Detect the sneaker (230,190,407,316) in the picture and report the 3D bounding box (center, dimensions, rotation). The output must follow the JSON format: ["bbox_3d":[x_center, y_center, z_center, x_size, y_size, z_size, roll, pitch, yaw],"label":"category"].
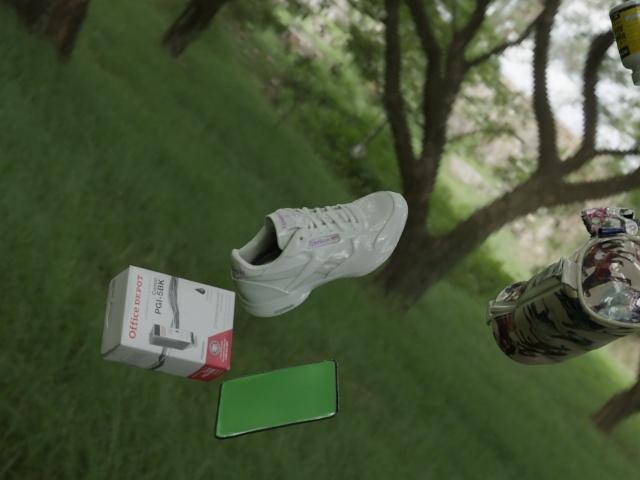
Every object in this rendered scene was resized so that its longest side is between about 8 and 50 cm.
[{"bbox_3d":[0.000,0.000,1.799,0.114,0.305,0.152,49,-15,44],"label":"sneaker"}]

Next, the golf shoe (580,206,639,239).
[{"bbox_3d":[0.503,-0.024,2.019,0.067,0.086,0.186,62,8,-11],"label":"golf shoe"}]

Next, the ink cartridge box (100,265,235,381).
[{"bbox_3d":[-0.171,0.095,1.325,0.135,0.099,0.056,16,-28,-27],"label":"ink cartridge box"}]

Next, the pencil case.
[{"bbox_3d":[0.412,0.103,1.936,0.184,0.159,0.410,24,-18,-6],"label":"pencil case"}]

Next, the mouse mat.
[{"bbox_3d":[-0.065,0.238,1.765,0.152,0.190,0.007,-90,168,-62],"label":"mouse mat"}]

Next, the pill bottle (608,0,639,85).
[{"bbox_3d":[0.463,-0.287,1.697,0.065,0.065,0.116,32,44,-79],"label":"pill bottle"}]
